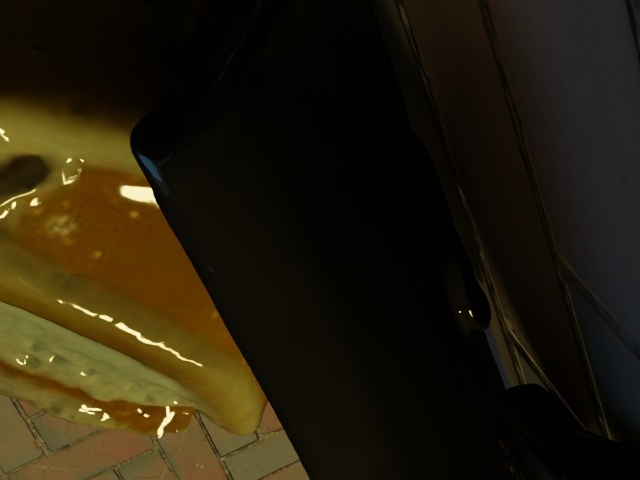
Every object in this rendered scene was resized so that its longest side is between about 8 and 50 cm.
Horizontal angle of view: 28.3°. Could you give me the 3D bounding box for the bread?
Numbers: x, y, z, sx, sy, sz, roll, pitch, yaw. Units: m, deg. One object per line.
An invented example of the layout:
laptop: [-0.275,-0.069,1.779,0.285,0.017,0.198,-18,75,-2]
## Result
bread: [-0.099,-0.098,0.618,0.300,0.210,0.341,38,-142,-38]

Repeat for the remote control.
remote control: [0.104,0.104,0.450,0.222,0.042,0.072,-130,17,-80]

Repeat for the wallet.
wallet: [0.035,0.052,0.521,0.197,0.051,0.377,-74,-31,-50]
